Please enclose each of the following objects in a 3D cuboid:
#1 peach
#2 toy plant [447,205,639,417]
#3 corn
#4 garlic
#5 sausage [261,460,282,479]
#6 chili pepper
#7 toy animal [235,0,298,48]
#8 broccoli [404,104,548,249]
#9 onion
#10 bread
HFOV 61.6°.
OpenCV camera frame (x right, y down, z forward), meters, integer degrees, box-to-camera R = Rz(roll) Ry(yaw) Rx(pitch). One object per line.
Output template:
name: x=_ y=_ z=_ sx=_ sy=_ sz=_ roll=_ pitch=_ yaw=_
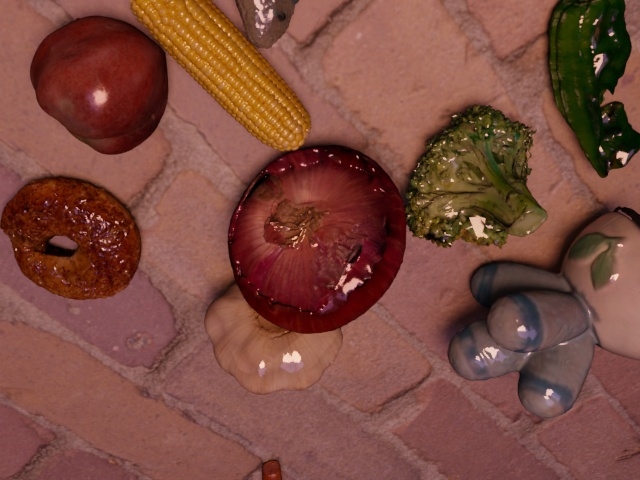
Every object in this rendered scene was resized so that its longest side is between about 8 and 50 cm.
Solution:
peach: x=-0.238 y=-0.177 z=0.613 sx=0.152 sy=0.152 sz=0.152 roll=-3 pitch=119 yaw=-6
toy plant: x=0.348 y=0.120 z=0.802 sx=0.332 sy=0.247 sz=0.247 roll=-26 pitch=118 yaw=11
corn: x=-0.108 y=-0.205 z=0.642 sx=0.081 sy=0.081 sz=0.248 roll=-40 pitch=116 yaw=14
garlic: x=-0.071 y=0.157 z=0.809 sx=0.199 sy=0.199 sz=0.226 roll=0 pitch=144 yaw=-7
sausage: x=-0.092 y=0.483 z=1.039 sx=0.039 sy=0.041 sz=0.131 roll=-6 pitch=119 yaw=-10
chili pepper: x=0.364 y=-0.199 z=0.709 sx=0.099 sy=0.083 sz=0.253 roll=-31 pitch=122 yaw=-1
toy animal: x=-0.059 y=-0.345 z=0.591 sx=0.079 sy=0.070 sz=0.253 roll=-8 pitch=112 yaw=-43
broccoli: x=0.215 y=-0.064 z=0.698 sx=0.219 sy=0.194 sz=0.194 roll=-34 pitch=117 yaw=5
onion: x=0.000 y=-0.002 z=0.696 sx=0.248 sy=0.248 sz=0.161 roll=-41 pitch=141 yaw=14
bread: x=-0.338 y=0.003 z=0.737 sx=0.193 sy=0.064 sz=0.193 roll=-2 pitch=119 yaw=-3
